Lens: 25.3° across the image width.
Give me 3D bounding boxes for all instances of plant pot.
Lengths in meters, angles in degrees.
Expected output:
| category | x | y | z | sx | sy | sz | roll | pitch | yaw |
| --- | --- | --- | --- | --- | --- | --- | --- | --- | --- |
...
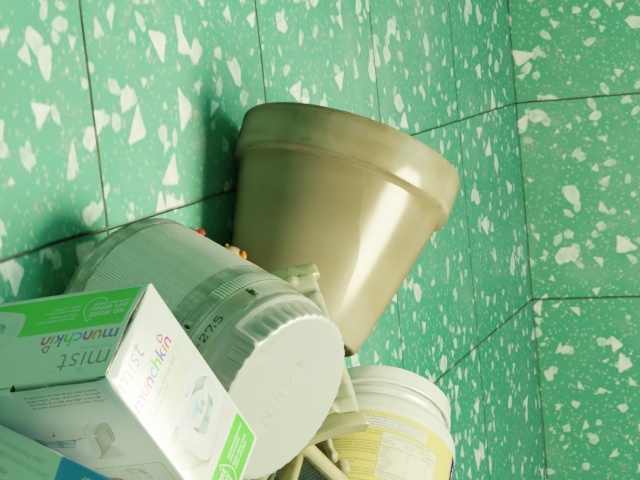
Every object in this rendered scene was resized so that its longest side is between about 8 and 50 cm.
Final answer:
| category | x | y | z | sx | sy | sz | roll | pitch | yaw |
| --- | --- | --- | --- | --- | --- | --- | --- | --- | --- |
| plant pot | 0.000 | 0.000 | 1.984 | 0.323 | 0.323 | 0.280 | 44 | 62 | -59 |

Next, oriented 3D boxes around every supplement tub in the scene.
| category | x | y | z | sx | sy | sz | roll | pitch | yaw |
| --- | --- | --- | --- | --- | --- | --- | --- | --- | --- |
| supplement tub | 0.074 | 0.380 | 2.151 | 0.241 | 0.241 | 0.331 | 64 | 31 | -44 |

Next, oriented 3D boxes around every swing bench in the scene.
| category | x | y | z | sx | sy | sz | roll | pitch | yaw |
| --- | --- | --- | --- | --- | --- | --- | --- | --- | --- |
| swing bench | -0.036 | 0.212 | 1.762 | 0.254 | 0.165 | 0.253 | 78 | -4 | -47 |

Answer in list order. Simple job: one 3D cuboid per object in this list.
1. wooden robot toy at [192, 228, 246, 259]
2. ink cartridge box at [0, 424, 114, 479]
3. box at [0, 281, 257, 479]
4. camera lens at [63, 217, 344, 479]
| category | x | y | z | sx | sy | sz | roll | pitch | yaw |
| --- | --- | --- | --- | --- | --- | --- | --- | --- | --- |
| wooden robot toy | -0.139 | 0.018 | 1.877 | 0.173 | 0.079 | 0.076 | -8 | 87 | -73 |
| ink cartridge box | -0.285 | 0.330 | 1.190 | 0.307 | 0.223 | 0.129 | -49 | 135 | -27 |
| box | -0.236 | 0.174 | 1.372 | 0.231 | 0.262 | 0.126 | 59 | 35 | -34 |
| camera lens | -0.139 | 0.115 | 1.582 | 0.219 | 0.274 | 0.219 | -32 | 136 | -37 |
